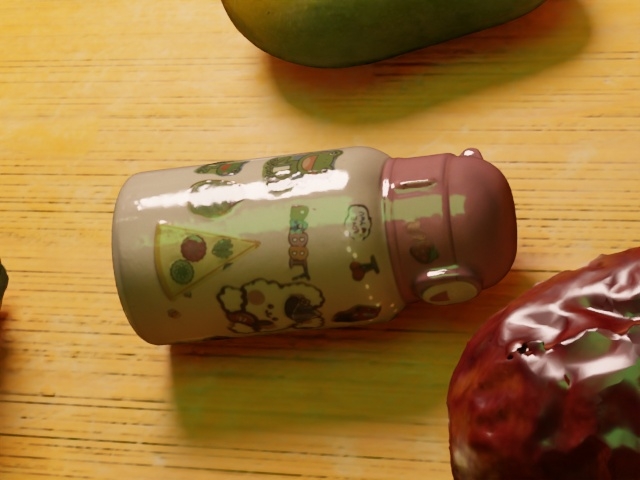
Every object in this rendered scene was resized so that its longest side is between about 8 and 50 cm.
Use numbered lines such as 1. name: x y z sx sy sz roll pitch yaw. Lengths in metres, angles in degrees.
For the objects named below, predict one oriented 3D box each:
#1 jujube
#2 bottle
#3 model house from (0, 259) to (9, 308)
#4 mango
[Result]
1. jujube: 0.215 0.099 1.002 0.290 0.197 0.197 -4 54 6
2. bottle: 0.000 0.000 1.189 0.253 0.120 0.120 -6 54 16
3. model house: -0.315 0.054 1.240 0.214 0.195 0.189 10 22 17
4. mango: 0.048 -0.202 1.319 0.251 0.114 0.156 -9 46 14
